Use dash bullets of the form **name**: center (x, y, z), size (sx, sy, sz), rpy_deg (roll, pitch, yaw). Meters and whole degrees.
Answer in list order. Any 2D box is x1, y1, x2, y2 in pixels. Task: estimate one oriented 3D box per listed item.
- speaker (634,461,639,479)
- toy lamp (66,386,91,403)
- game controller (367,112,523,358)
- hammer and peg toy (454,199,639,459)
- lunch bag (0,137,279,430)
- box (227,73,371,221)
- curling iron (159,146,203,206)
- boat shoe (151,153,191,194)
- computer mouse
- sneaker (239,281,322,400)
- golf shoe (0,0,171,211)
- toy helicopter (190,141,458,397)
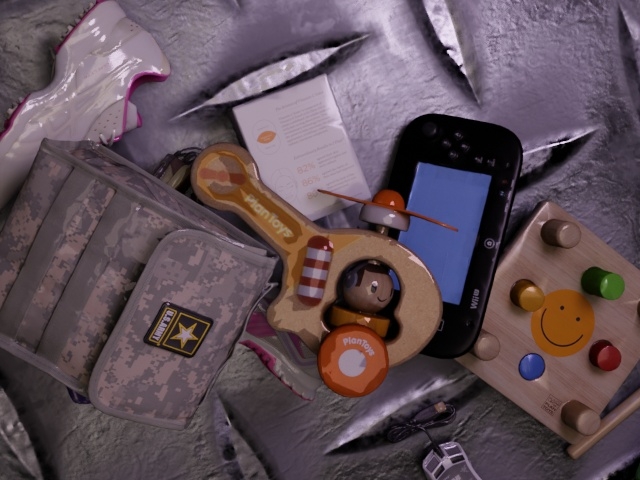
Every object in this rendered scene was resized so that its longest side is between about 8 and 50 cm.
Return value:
- **speaker**: center (0.588, 0.259, 1.318), size (0.131, 0.131, 0.296), rpy_deg (38, 88, -12)
- **toy lamp**: center (-0.305, 0.069, 1.161), size (0.080, 0.080, 0.274), rpy_deg (-5, 94, -10)
- **game controller**: center (0.158, -0.009, 1.202), size (0.166, 0.067, 0.319), rpy_deg (12, 83, 26)
- **hammer and peg toy**: center (0.368, 0.151, 1.265), size (0.361, 0.127, 0.266), rpy_deg (37, 88, -12)
- **lunch bag**: center (-0.215, 0.054, 1.027), size (0.287, 0.169, 0.235), rpy_deg (29, 99, 3)
- **box**: center (-0.029, -0.114, 1.184), size (0.130, 0.091, 0.170), rpy_deg (-22, 100, -7)
- **curling iron**: center (-0.200, 0.009, 1.196), size (0.068, 0.035, 0.274), rpy_deg (15, 95, 3)
- **boat shoe**: center (-0.223, -0.044, 1.151), size (0.049, 0.056, 0.152), rpy_deg (42, 85, 10)
- **computer mouse**: center (0.178, 0.325, 1.294), size (0.106, 0.042, 0.193), rpy_deg (-30, 94, -11)
- **sneaker**: center (-0.072, 0.094, 1.200), size (0.252, 0.103, 0.111), rpy_deg (43, 83, -18)
- **golf shoe**: center (-0.305, -0.145, 1.123), size (0.140, 0.115, 0.306), rpy_deg (36, 89, -15)
- **toy helicopter**: center (0.000, 0.000, 1.094), size (0.355, 0.140, 0.235), rpy_deg (41, 94, 0)
